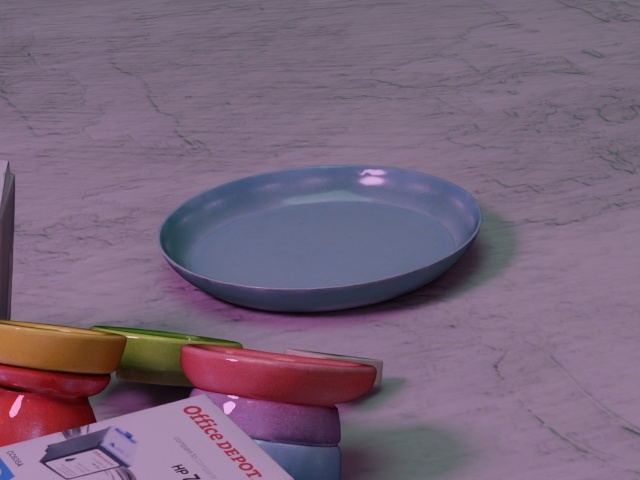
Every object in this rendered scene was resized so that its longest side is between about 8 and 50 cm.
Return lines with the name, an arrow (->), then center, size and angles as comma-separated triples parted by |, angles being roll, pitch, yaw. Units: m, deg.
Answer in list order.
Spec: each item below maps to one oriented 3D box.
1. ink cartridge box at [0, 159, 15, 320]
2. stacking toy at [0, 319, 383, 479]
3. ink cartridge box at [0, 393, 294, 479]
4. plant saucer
ink cartridge box -> -0.402, 0.040, 1.577 | 0.289, 0.211, 0.121 | 2, 24, -6
stacking toy -> -0.104, 0.145, 1.529 | 0.309, 0.130, 0.279 | 7, -1, 18
ink cartridge box -> -0.126, 0.174, 1.162 | 0.190, 0.082, 0.139 | -15, 25, -24
plant saucer -> 0.000, 0.000, 1.875 | 0.317, 0.044, 0.317 | -3, 22, 1
